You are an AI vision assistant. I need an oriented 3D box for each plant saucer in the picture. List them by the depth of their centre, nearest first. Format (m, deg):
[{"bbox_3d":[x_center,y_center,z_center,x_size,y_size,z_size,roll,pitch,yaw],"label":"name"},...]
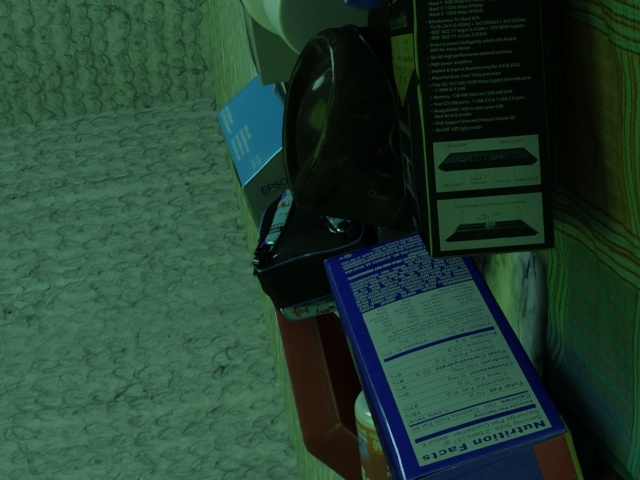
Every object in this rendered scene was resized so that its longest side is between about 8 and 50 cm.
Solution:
[{"bbox_3d":[0.030,0.197,1.972,0.258,0.048,0.259,45,-154,-51],"label":"plant saucer"}]

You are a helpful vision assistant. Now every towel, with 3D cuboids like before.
[{"bbox_3d":[0.176,-0.026,0.893,0.271,0.040,0.370,-122,24,-71],"label":"towel"}]

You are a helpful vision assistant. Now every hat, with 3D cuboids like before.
[{"bbox_3d":[0.038,-0.096,1.371,0.331,0.134,0.331,174,90,-74],"label":"hat"}]

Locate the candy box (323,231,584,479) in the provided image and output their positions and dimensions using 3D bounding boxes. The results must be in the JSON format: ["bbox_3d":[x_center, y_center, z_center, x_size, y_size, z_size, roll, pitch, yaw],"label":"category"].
[{"bbox_3d":[0.116,0.175,1.117,0.317,0.122,0.268,-109,-1,-62],"label":"candy box"}]

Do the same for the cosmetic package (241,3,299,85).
[{"bbox_3d":[-0.051,-0.320,1.818,0.127,0.107,0.238,-110,7,-64],"label":"cosmetic package"}]

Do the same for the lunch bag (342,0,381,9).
[{"bbox_3d":[0.024,-0.354,1.307,0.293,0.138,0.221,56,140,46],"label":"lunch bag"}]

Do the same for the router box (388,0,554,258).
[{"bbox_3d":[0.094,-0.128,1.035,0.309,0.081,0.242,-90,-5,-82],"label":"router box"}]

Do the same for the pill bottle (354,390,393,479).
[{"bbox_3d":[0.104,0.250,1.493,0.121,0.121,0.216,-120,21,-71],"label":"pill bottle"}]

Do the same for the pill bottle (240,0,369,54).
[{"bbox_3d":[-0.030,-0.312,1.578,0.283,0.161,0.161,-123,23,-48],"label":"pill bottle"}]

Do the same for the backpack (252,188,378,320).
[{"bbox_3d":[0.000,0.000,1.901,0.173,0.158,0.117,-86,-25,-55],"label":"backpack"}]

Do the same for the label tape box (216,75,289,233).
[{"bbox_3d":[-0.066,-0.100,2.135,0.249,0.115,0.347,-112,-1,-59],"label":"label tape box"}]

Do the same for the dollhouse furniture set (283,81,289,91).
[{"bbox_3d":[-0.025,-0.275,2.100,0.151,0.059,0.076,91,167,-56],"label":"dollhouse furniture set"}]
